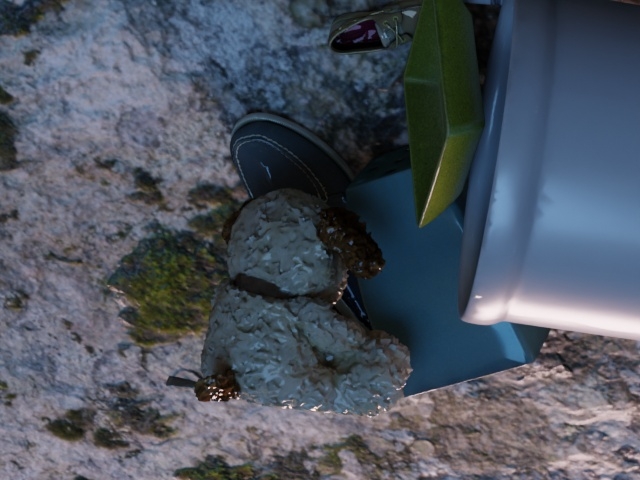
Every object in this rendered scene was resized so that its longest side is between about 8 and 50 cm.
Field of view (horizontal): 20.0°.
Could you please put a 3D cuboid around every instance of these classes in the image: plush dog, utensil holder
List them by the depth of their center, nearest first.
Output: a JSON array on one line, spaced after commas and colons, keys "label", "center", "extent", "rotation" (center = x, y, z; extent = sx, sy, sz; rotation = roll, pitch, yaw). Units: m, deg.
[{"label": "utensil holder", "center": [0.343, -0.060, 1.709], "extent": [0.385, 0.327, 0.327], "rotation": [7, 128, 0]}, {"label": "plush dog", "center": [-0.045, 0.057, 1.895], "extent": [0.262, 0.210, 0.225], "rotation": [11, 94, 42]}]

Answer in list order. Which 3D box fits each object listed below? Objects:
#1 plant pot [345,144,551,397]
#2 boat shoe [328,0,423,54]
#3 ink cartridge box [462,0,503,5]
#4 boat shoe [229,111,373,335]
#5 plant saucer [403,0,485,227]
[{"label": "plant pot", "center": [0.130, 0.016, 1.957], "extent": [0.165, 0.166, 0.234], "rotation": [-18, 106, 26]}, {"label": "boat shoe", "center": [0.070, -0.218, 1.879], "extent": [0.135, 0.045, 0.050], "rotation": [-13, 120, 26]}, {"label": "ink cartridge box", "center": [0.168, -0.292, 1.780], "extent": [0.150, 0.063, 0.109], "rotation": [6, 127, 14]}, {"label": "boat shoe", "center": [0.000, 0.000, 2.025], "extent": [0.116, 0.099, 0.319], "rotation": [-23, 112, 32]}, {"label": "plant saucer", "center": [0.124, -0.135, 1.797], "extent": [0.045, 0.188, 0.188], "rotation": [0, 151, -7]}]
